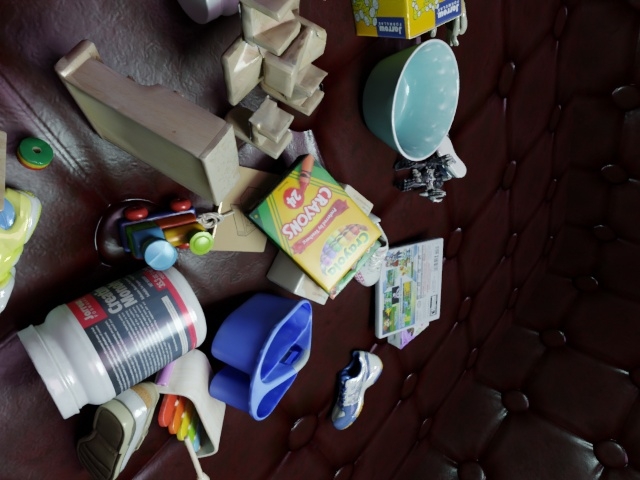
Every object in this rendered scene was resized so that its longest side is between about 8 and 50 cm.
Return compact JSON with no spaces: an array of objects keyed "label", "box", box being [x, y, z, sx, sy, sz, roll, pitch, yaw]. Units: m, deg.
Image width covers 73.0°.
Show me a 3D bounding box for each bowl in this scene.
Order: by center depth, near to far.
[{"label":"bowl","box":[0.235,-0.392,1.207,0.312,0.163,0.311,-22,123,-38]}]

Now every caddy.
[{"label":"caddy","box":[-0.119,0.272,1.059,0.341,0.179,0.241,-39,140,-64]}]

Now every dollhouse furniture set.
[{"label":"dollhouse furniture set","box":[-0.174,-0.300,0.734,0.394,0.256,0.362,-58,175,-20]}]

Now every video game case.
[{"label":"video game case","box":[0.326,0.168,1.587,0.300,0.036,0.329,-11,109,-29]}]

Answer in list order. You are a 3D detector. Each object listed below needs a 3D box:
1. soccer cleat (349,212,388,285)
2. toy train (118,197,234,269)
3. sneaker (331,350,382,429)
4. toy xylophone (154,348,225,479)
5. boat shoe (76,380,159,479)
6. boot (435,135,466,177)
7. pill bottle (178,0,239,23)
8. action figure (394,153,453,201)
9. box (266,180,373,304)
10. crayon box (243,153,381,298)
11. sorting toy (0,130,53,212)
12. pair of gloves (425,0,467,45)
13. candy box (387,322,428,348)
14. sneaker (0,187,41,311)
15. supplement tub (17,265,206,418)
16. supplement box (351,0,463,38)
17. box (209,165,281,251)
[{"label":"soccer cleat","box":[0.151,0.041,1.338,0.116,0.143,0.331,-44,135,-24]},{"label":"toy train","box":[-0.253,-0.018,0.862,0.248,0.143,0.105,-16,120,-34]},{"label":"sneaker","box":[0.100,0.532,1.568,0.131,0.112,0.296,33,81,-32]},{"label":"toy xylophone","box":[-0.292,0.398,0.987,0.081,0.236,0.322,-4,120,2]},{"label":"boat shoe","box":[-0.405,0.393,0.879,0.302,0.113,0.103,-50,172,34]},{"label":"boot","box":[0.437,-0.299,1.548,0.069,0.086,0.190,-41,106,-16]},{"label":"pill bottle","box":[-0.156,-0.485,0.779,0.208,0.119,0.119,-43,134,-24]},{"label":"action figure","box":[0.371,-0.210,1.460,0.276,0.141,0.164,-4,100,-44]},{"label":"box","box":[0.000,0.000,1.174,0.148,0.121,0.311,28,87,-49]},{"label":"crayon box","box":[0.003,-0.024,1.039,0.318,0.081,0.202,45,81,-19]},{"label":"sorting toy","box":[-0.522,-0.101,0.584,0.275,0.046,0.132,8,63,-46]},{"label":"pair of gloves","box":[0.327,-0.638,1.147,0.042,0.240,0.204,-15,126,-3]},{"label":"candy box","box":[0.357,0.312,1.742,0.196,0.070,0.164,-28,126,-35]},{"label":"sneaker","box":[-0.532,0.025,0.659,0.126,0.091,0.240,21,85,-37]},{"label":"supplement tub","box":[-0.373,0.175,0.805,0.272,0.191,0.191,-29,127,-36]},{"label":"supplement box","box":[0.181,-0.674,0.978,0.195,0.194,0.356,-33,130,-22]},{"label":"box","box":[-0.177,-0.072,1.028,0.164,0.021,0.201,5,104,-48]}]
